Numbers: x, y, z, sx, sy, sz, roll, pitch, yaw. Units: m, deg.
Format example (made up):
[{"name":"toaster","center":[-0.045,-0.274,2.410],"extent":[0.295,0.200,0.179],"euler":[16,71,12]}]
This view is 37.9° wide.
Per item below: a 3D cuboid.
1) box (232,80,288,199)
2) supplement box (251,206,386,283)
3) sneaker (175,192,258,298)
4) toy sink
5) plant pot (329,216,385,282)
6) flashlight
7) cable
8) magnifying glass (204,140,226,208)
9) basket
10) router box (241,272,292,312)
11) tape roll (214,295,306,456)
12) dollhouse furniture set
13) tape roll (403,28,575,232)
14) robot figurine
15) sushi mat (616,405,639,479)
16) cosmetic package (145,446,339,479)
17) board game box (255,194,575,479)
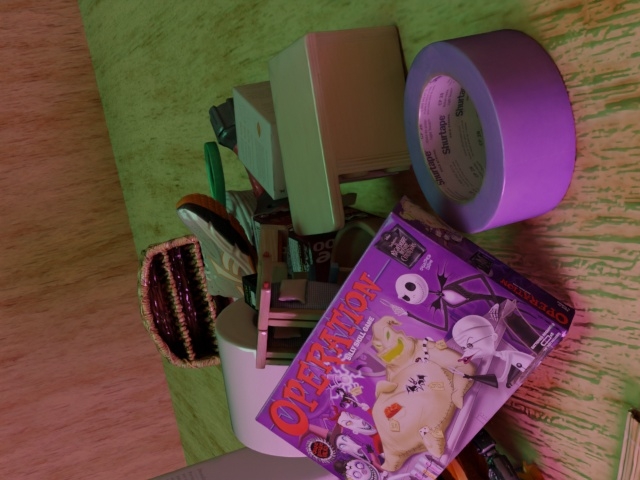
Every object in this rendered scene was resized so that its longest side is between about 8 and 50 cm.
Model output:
[{"name":"box","center":[-0.065,-0.162,1.464],"extent":[0.170,0.091,0.130],"euler":[-131,33,-52]},{"name":"supplement box","center":[0.000,0.000,1.344],"extent":[0.239,0.130,0.073],"euler":[-156,55,-64]},{"name":"sneaker","center":[-0.166,0.035,1.566],"extent":[0.262,0.121,0.099],"euler":[47,-162,-30]},{"name":"toy sink","center":[0.033,-0.133,1.164],"extent":[0.153,0.131,0.234],"euler":[173,88,-70]},{"name":"plant pot","center":[0.105,0.082,1.137],"extent":[0.237,0.109,0.237],"euler":[168,90,-70]},{"name":"flashlight","center":[-0.110,-0.107,1.596],"extent":[0.103,0.103,0.304],"euler":[83,163,-67]},{"name":"cable","center":[-0.126,0.027,1.766],"extent":[0.257,0.089,0.257],"euler":[-127,31,-48]},{"name":"magnifying glass","center":[-0.182,-0.067,1.684],"extent":[0.092,0.026,0.231],"euler":[-127,30,-63]},{"name":"basket","center":[-0.296,0.138,2.115],"extent":[0.223,0.213,0.299],"euler":[179,78,-70]},{"name":"router box","center":[-0.008,0.067,1.338],"extent":[0.133,0.179,0.046],"euler":[-153,54,-65]},{"name":"tape roll","center":[-0.023,0.181,1.364],"extent":[0.246,0.246,0.169],"euler":[-147,47,-62]},{"name":"dollhouse furniture set","center":[-0.011,0.046,1.125],"extent":[0.184,0.129,0.129],"euler":[-93,8,-51]},{"name":"tape roll","center":[0.160,-0.107,0.913],"extent":[0.189,0.080,0.189],"euler":[166,90,-70]},{"name":"robot figurine","center":[0.180,0.281,1.119],"extent":[0.291,0.085,0.211],"euler":[-137,37,-57]},{"name":"sushi mat","center":[0.318,0.316,0.867],"extent":[0.151,0.019,0.317],"euler":[-133,34,-51]},{"name":"cosmetic package","center":[-0.194,0.549,1.770],"extent":[0.161,0.453,0.230],"euler":[-133,35,-54]},{"name":"board game box","center":[0.086,0.140,1.000],"extent":[0.208,0.056,0.347],"euler":[36,126,8]}]
